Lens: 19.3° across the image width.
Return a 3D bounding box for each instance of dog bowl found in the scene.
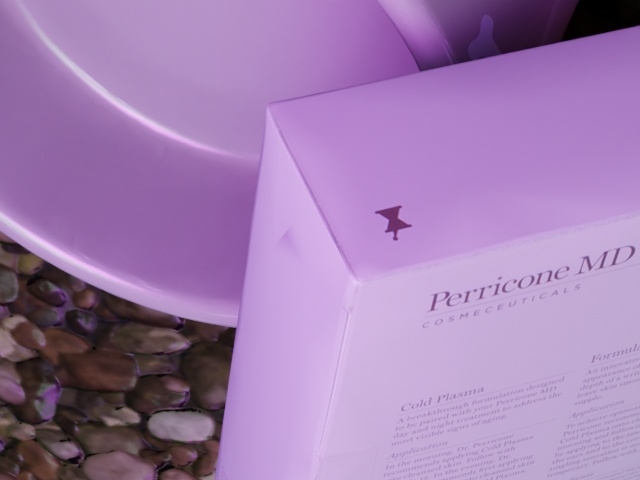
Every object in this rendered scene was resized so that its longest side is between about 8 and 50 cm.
[{"bbox_3d":[-0.061,-0.096,0.828,0.349,0.102,0.349,17,142,14],"label":"dog bowl"}]

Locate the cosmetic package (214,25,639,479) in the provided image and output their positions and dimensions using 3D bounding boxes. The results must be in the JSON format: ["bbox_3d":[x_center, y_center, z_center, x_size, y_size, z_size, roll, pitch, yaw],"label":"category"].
[{"bbox_3d":[0.150,0.031,0.806,0.377,0.097,0.284,-13,146,-19],"label":"cosmetic package"}]
